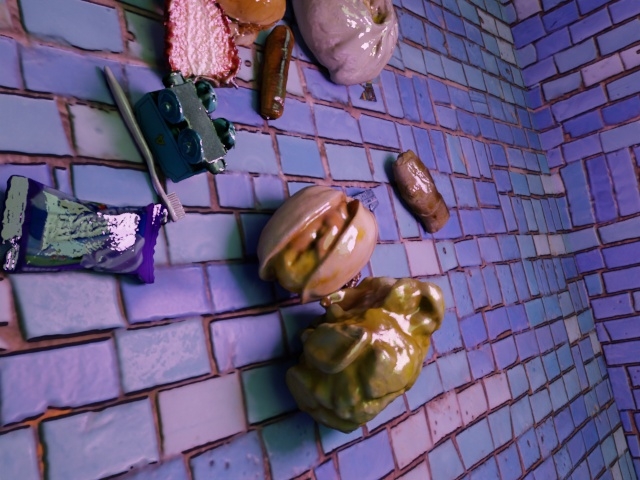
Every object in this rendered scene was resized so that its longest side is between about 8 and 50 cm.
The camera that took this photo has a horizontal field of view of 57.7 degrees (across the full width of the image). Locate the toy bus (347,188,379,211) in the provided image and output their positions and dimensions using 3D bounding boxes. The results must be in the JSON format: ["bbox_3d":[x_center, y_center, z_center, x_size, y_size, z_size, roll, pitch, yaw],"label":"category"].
[{"bbox_3d":[0.090,-0.086,1.497,0.166,0.047,0.065,-26,91,-52],"label":"toy bus"}]

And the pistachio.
[{"bbox_3d":[0.000,0.000,1.238,0.229,0.230,0.309,57,44,-17],"label":"pistachio"}]

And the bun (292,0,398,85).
[{"bbox_3d":[0.087,-0.617,1.569,0.365,0.219,0.365,25,56,-46],"label":"bun"}]

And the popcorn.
[{"bbox_3d":[0.097,0.234,1.189,0.293,0.292,0.334,54,49,-32],"label":"popcorn"}]

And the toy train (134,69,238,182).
[{"bbox_3d":[-0.248,-0.202,1.067,0.107,0.154,0.197,-33,100,-46],"label":"toy train"}]

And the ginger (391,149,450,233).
[{"bbox_3d":[0.293,-0.141,1.711,0.109,0.116,0.263,-38,115,-7],"label":"ginger"}]

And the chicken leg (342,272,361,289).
[{"bbox_3d":[0.068,0.084,1.413,0.062,0.037,0.144,11,65,-23],"label":"chicken leg"}]

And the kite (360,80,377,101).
[{"bbox_3d":[0.142,-0.445,1.731,0.090,0.004,0.122,39,49,-33],"label":"kite"}]

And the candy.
[{"bbox_3d":[-0.364,-0.010,0.927,0.275,0.070,0.145,12,75,-49],"label":"candy"}]

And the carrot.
[{"bbox_3d":[-0.105,-0.401,1.382,0.070,0.070,0.260,26,58,-41],"label":"carrot"}]

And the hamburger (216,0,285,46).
[{"bbox_3d":[-0.218,-0.593,1.253,0.305,0.174,0.284,26,45,-49],"label":"hamburger"}]

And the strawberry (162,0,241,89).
[{"bbox_3d":[-0.242,-0.408,1.172,0.167,0.087,0.207,-2,101,-31],"label":"strawberry"}]

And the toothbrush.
[{"bbox_3d":[-0.323,-0.177,1.066,0.030,0.025,0.307,-26,96,-23],"label":"toothbrush"}]
